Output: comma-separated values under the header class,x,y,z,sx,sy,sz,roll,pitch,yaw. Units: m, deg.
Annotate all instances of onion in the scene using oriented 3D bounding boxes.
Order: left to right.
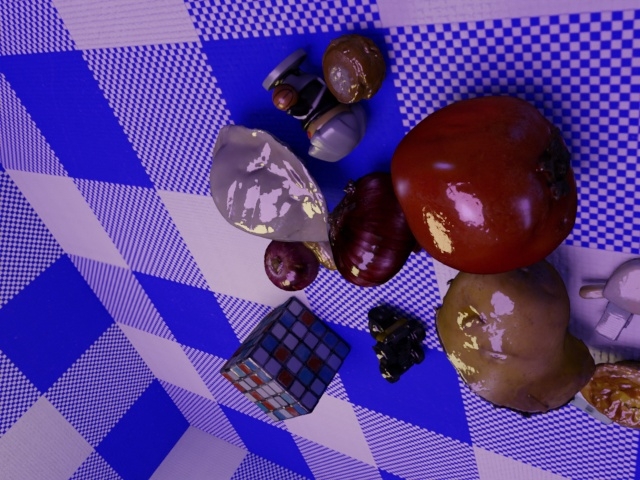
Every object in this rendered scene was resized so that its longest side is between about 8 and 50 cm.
class,x,y,z,sx,sy,sz,roll,pitch,yaw
onion,-0.083,0.063,1.704,0.177,0.153,0.177,34,141,34
onion,0.153,-0.016,1.333,0.285,0.273,0.273,17,147,-15

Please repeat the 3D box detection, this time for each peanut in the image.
class,x,y,z,sx,sy,sz,roll,pitch,yaw
peanut,0.000,0.000,1.612,0.087,0.087,0.206,-17,120,49

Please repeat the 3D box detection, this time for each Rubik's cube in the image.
class,x,y,z,sx,sy,sz,roll,pitch,yaw
Rubik's cube,-0.123,0.419,2.008,0.293,0.287,0.292,44,143,-8

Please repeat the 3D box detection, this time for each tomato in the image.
class,x,y,z,sx,sy,sz,roll,pitch,yaw
tomato,0.292,-0.105,1.039,0.290,0.325,0.293,-9,126,43

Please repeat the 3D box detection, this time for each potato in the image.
class,x,y,z,sx,sy,sz,roll,pitch,yaw
potato,0.458,0.188,1.254,0.397,0.290,0.296,35,145,9

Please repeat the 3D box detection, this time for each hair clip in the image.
class,x,y,z,sx,sy,sz,roll,pitch,yaw
hair clip,0.636,0.121,1.221,0.159,0.071,0.218,25,138,22

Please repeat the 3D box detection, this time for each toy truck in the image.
class,x,y,z,sx,sy,sz,roll,pitch,yaw
toy truck,0.213,0.307,1.740,0.165,0.147,0.224,41,156,39

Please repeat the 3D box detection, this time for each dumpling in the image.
class,x,y,z,sx,sy,sz,roll,pitch,yaw
dumpling,-0.128,-0.140,1.426,0.395,0.233,0.315,39,154,11

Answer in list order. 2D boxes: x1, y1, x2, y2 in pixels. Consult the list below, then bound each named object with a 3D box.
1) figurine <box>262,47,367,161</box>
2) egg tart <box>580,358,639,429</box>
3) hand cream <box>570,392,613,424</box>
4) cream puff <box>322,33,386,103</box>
class,x,y,z,sx,sy,sz,roll,pitch,yaw
figurine,-0.009,-0.281,1.239,0.236,0.176,0.133,47,132,-7
egg tart,0.737,0.352,1.350,0.241,0.106,0.241,26,145,20
hand cream,0.626,0.378,1.523,0.321,0.067,0.109,27,144,23
cream puff,0.071,-0.345,1.154,0.126,0.103,0.143,37,146,25
